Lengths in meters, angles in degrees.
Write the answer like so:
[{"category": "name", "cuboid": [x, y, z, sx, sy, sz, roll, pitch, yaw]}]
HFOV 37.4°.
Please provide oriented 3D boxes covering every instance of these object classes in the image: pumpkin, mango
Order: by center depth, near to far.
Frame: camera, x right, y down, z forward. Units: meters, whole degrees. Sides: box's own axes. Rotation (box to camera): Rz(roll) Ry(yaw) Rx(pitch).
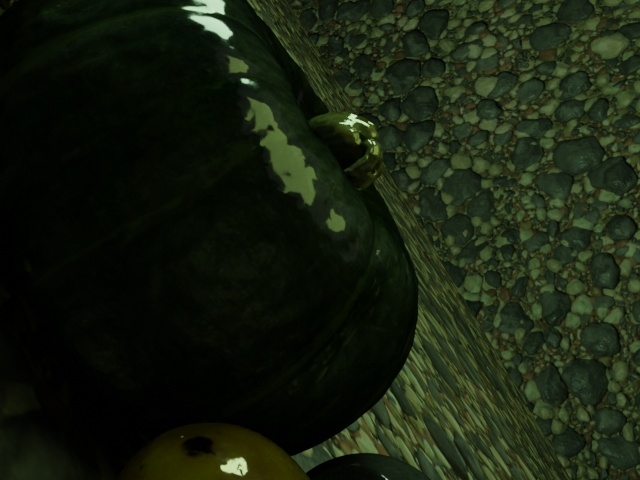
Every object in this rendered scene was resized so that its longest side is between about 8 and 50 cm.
[{"category": "mango", "cuboid": [-0.025, 0.176, 0.442, 0.227, 0.099, 0.136, 61, 6, -31]}, {"category": "pumpkin", "cuboid": [-0.063, -0.023, 0.548, 0.300, 0.207, 0.300, 54, 11, -16]}]

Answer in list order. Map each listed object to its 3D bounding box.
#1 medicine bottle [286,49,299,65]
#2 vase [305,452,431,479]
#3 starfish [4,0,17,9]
[{"category": "medicine bottle", "cuboid": [-0.080, -0.281, 1.606, 0.052, 0.089, 0.052, 53, 10, -14]}, {"category": "vase", "cuboid": [0.037, 0.214, 0.599, 0.183, 0.120, 0.120, 66, 0, -46]}, {"category": "starfish", "cuboid": [-0.249, -0.203, 0.748, 0.091, 0.028, 0.078, 56, 7, -34]}]
